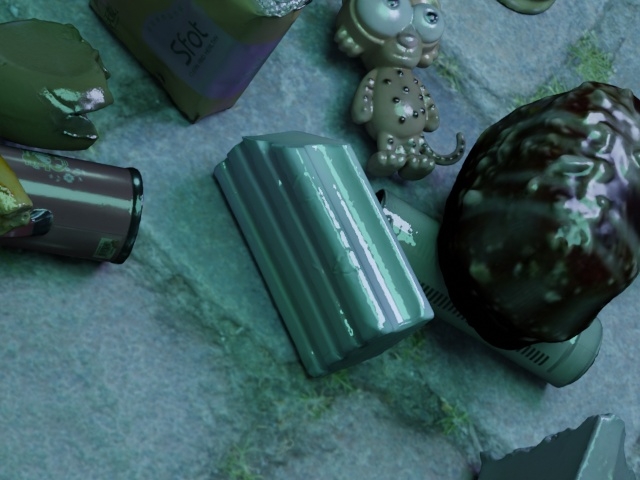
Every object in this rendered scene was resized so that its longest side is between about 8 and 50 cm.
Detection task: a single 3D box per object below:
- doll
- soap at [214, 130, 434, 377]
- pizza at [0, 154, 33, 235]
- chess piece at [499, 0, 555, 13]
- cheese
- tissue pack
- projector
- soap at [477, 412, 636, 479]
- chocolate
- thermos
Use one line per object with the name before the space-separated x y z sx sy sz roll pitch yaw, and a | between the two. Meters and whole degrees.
doll | 0.101 -0.214 1.745 0.154 0.119 0.278 -3 74 -26
soap | 0.000 0.000 1.552 0.095 0.173 0.289 -18 76 -35
pizza | -0.476 -0.033 1.281 0.409 0.114 0.277 14 95 10
chess piece | 0.347 -0.448 1.902 0.144 0.251 0.144 12 61 -24
cheese | -0.309 -0.168 1.471 0.175 0.091 0.202 -11 37 -32
tissue pack | -0.140 -0.284 1.559 0.215 0.257 0.123 49 57 2
projector | 0.188 0.062 1.665 0.337 0.108 0.108 30 56 -13
soap | 0.328 0.357 1.508 0.302 0.258 0.159 36 54 -10
chocolate | 0.295 -0.047 1.578 0.225 0.210 0.340 35 56 -12
thermos | -0.361 -0.041 1.412 0.330 0.109 0.136 10 54 -24
